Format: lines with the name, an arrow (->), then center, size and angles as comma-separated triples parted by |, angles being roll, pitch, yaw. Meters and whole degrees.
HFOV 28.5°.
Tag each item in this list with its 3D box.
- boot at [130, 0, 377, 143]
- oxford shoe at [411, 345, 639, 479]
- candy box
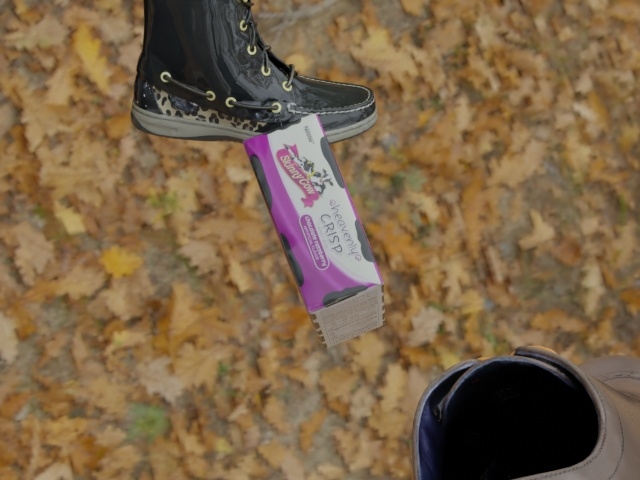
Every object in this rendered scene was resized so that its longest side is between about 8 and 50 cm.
boot -> -0.060, -0.182, 1.167 | 0.085, 0.236, 0.179 | -93, -174, -60
oxford shoe -> 0.118, 0.096, 0.564 | 0.133, 0.130, 0.363 | 65, 17, -4
candy box -> 0.000, 0.000, 1.134 | 0.233, 0.071, 0.159 | 79, -10, -78
